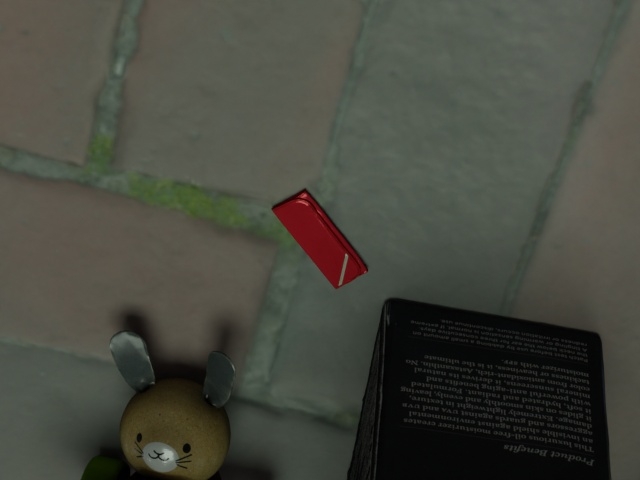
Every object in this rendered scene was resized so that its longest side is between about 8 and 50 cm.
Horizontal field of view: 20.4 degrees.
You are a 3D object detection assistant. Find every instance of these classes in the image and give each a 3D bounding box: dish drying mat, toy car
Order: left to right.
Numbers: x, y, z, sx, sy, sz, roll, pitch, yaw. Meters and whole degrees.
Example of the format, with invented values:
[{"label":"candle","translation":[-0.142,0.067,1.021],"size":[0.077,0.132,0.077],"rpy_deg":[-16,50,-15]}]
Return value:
[{"label":"toy car","translation":[-0.119,0.165,1.379],"size":[0.155,0.149,0.188],"rpy_deg":[11,113,11]},{"label":"dish drying mat","translation":[0.000,0.000,1.325],"size":[0.032,0.008,0.083],"rpy_deg":[-28,116,23]}]

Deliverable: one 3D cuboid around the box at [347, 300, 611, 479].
[{"label":"box","translation":[0.102,0.257,1.313],"size":[0.183,0.294,0.296],"rpy_deg":[9,124,0]}]
